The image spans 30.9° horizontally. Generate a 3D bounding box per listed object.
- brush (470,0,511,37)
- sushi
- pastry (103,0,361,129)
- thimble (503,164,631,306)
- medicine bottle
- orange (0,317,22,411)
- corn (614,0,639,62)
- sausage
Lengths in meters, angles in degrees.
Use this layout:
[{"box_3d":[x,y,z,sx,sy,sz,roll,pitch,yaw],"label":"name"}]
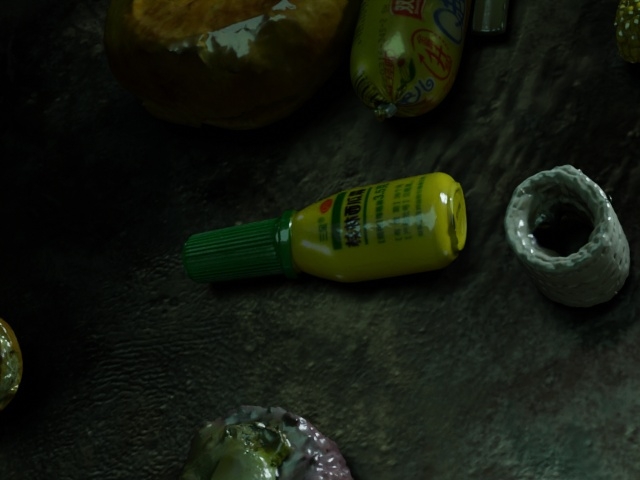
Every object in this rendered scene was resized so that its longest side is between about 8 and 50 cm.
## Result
[{"box_3d":[0.207,-0.343,1.337,0.043,0.036,0.247,3,71,17],"label":"brush"},{"box_3d":[-0.088,0.250,1.069,0.241,0.107,0.161,-28,47,8],"label":"sushi"},{"box_3d":[-0.102,-0.280,1.399,0.356,0.164,0.356,-15,48,17],"label":"pastry"},{"box_3d":[0.233,-0.001,1.085,0.102,0.090,0.115,-13,56,23],"label":"thimble"},{"box_3d":[0.000,0.000,1.210,0.309,0.076,0.111,-10,47,22],"label":"medicine bottle"},{"box_3d":[-0.405,0.137,1.298,0.160,0.112,0.169,-18,85,8],"label":"orange"},{"box_3d":[0.435,-0.200,1.110,0.310,0.101,0.101,16,67,35],"label":"corn"},{"box_3d":[0.110,-0.278,1.309,0.123,0.123,0.347,-2,59,26],"label":"sausage"}]
